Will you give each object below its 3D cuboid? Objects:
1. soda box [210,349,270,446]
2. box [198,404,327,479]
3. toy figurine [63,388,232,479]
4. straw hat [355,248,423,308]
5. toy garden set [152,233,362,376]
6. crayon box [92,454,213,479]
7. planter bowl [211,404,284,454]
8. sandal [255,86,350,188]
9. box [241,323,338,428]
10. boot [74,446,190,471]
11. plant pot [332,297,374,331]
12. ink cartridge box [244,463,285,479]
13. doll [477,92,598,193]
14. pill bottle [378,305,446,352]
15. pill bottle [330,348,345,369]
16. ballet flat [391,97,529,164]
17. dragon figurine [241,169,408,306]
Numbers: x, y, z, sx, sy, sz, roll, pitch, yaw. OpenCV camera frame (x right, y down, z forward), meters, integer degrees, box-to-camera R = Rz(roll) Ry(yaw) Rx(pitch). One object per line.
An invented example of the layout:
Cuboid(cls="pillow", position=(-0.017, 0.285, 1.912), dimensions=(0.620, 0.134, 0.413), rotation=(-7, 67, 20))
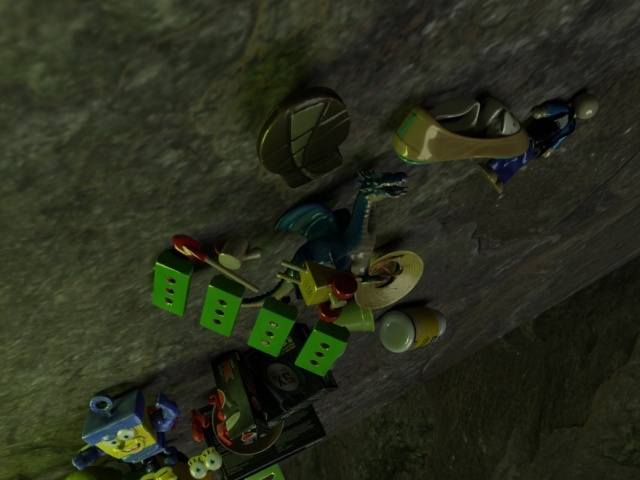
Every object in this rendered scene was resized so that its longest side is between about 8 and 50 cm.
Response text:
Cuboid(cls="soda box", position=(-0.152, 0.293, 1.164), dimensions=(0.060, 0.169, 0.053), rotation=(-32, 139, 7))
Cuboid(cls="box", position=(-0.146, 0.459, 1.527), dimensions=(0.261, 0.184, 0.103), rotation=(-19, 159, -22))
Cuboid(cls="toy figurine", position=(-0.367, 0.337, 1.130), dimensions=(0.363, 0.191, 0.217), rotation=(-23, 129, 6))
Cuboid(cls="straw hat", position=(0.106, 0.049, 1.083), dimensions=(0.145, 0.061, 0.144), rotation=(-19, 140, -17))
Cuboid(cls="toy garden set", position=(-0.075, 0.059, 0.747), dimensions=(0.203, 0.244, 0.049), rotation=(115, -2, -53))
Cuboid(cls="crayon box", position=(-0.414, 0.543, 1.194), dimensions=(0.363, 0.106, 0.313), rotation=(-7, -165, 46))
Cuboid(cls="planter bowl", position=(-0.172, 0.396, 1.422), dimensions=(0.162, 0.162, 0.109), rotation=(-21, 178, -17))
Cuboid(cls="sandal", position=(-0.018, -0.105, 0.609), dimensions=(0.090, 0.060, 0.219), rotation=(-23, 173, 3))
Cuboid(cls="box", position=(-0.081, 0.274, 1.242), dimensions=(0.180, 0.147, 0.077), rotation=(-33, 158, 14))
Cuboid(cls="boot", position=(-0.512, 0.633, 1.537), dimensions=(0.348, 0.131, 0.260), rotation=(12, 130, -43))
Cuboid(cls="plant pot", position=(0.059, 0.152, 1.249), dimensions=(0.079, 0.083, 0.083), rotation=(-12, 156, -6))
Cuboid(cls="ink cartridge box", position=(-0.183, 0.609, 1.778), dimensions=(0.109, 0.209, 0.062), rotation=(-28, 157, -1))
Cuboid(cls="doll", position=(0.325, -0.150, 0.922), dimensions=(0.189, 0.046, 0.129), rotation=(-40, 147, 11))
Cuboid(cls="pill bottle", position=(0.235, 0.216, 1.551), dimensions=(0.184, 0.103, 0.103), rotation=(-2, 146, -48))
Cuboid(cls="pill bottle", position=(0.007, 0.247, 1.381), dimensions=(0.078, 0.078, 0.137), rotation=(-20, 157, -20))
Cuboid(cls="ballet flat", position=(0.190, -0.137, 0.756), dimensions=(0.232, 0.080, 0.073), rotation=(-13, 139, -36))
Cuboid(cls="dragon figurine", position=(0.000, 0.000, 0.813), dimensions=(0.289, 0.144, 0.085), rotation=(-19, 168, 33))
